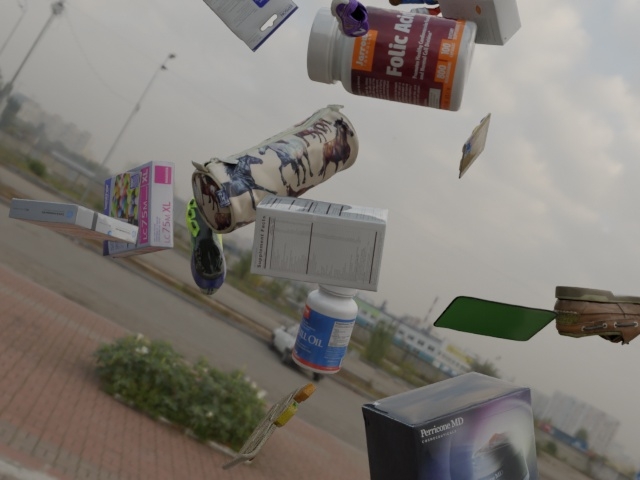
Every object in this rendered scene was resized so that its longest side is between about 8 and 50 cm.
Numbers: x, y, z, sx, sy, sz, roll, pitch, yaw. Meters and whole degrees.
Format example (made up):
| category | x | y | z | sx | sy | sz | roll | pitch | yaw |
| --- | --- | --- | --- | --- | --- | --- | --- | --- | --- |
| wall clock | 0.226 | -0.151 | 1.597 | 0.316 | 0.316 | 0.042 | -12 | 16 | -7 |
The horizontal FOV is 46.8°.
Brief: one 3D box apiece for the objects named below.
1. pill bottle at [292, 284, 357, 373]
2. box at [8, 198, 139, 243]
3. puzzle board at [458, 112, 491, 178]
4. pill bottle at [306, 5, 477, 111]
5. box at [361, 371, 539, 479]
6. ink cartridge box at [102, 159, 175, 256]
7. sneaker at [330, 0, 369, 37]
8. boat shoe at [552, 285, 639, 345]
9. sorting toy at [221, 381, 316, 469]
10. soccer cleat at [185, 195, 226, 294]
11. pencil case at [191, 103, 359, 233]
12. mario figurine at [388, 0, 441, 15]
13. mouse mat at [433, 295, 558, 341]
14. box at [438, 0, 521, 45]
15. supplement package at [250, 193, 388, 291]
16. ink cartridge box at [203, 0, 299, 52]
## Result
| category | x | y | z | sx | sy | sz | roll | pitch | yaw |
| --- | --- | --- | --- | --- | --- | --- | --- | --- | --- |
| pill bottle | 0.016 | 0.190 | 1.736 | 0.124 | 0.221 | 0.124 | 14 | 12 | -3 |
| box | -0.446 | -0.034 | 1.350 | 0.145 | 0.038 | 0.186 | 6 | -7 | 20 |
| puzzle board | 0.320 | -0.198 | 1.545 | 0.011 | 0.096 | 0.128 | 34 | -21 | 21 |
| pill bottle | 0.178 | -0.462 | 1.849 | 0.392 | 0.224 | 0.224 | 12 | -7 | 11 |
| box | 0.259 | 0.442 | 1.440 | 0.296 | 0.294 | 0.183 | -10 | 5 | -29 |
| ink cartridge box | -0.421 | -0.061 | 1.655 | 0.065 | 0.185 | 0.311 | 5 | -8 | -35 |
| sneaker | 0.076 | -0.484 | 1.618 | 0.071 | 0.068 | 0.170 | 31 | 5 | 20 |
| boat shoe | 0.598 | 0.158 | 1.502 | 0.307 | 0.104 | 0.111 | 8 | -4 | -20 |
| sorting toy | -0.105 | 0.424 | 1.682 | 0.041 | 0.229 | 0.307 | 44 | -32 | 1 |
| soccer cleat | -0.282 | 0.001 | 1.805 | 0.093 | 0.289 | 0.121 | 0 | -38 | -13 |
| pencil case | -0.100 | -0.177 | 1.736 | 0.160 | 0.410 | 0.183 | 36 | -34 | 39 |
| mario figurine | 0.360 | -0.778 | 2.264 | 0.320 | 0.170 | 0.198 | 15 | -40 | 28 |
| mouse mat | 0.313 | 0.144 | 1.339 | 0.190 | 0.007 | 0.152 | 11 | -29 | -5 |
| box | 0.403 | -0.577 | 1.872 | 0.170 | 0.091 | 0.130 | 20 | -34 | 43 |
| supplement package | 0.000 | 0.000 | 1.422 | 0.244 | 0.139 | 0.134 | 8 | 15 | 4 |
| ink cartridge box | -0.218 | -0.641 | 1.872 | 0.332 | 0.165 | 0.065 | 48 | 5 | 5 |
